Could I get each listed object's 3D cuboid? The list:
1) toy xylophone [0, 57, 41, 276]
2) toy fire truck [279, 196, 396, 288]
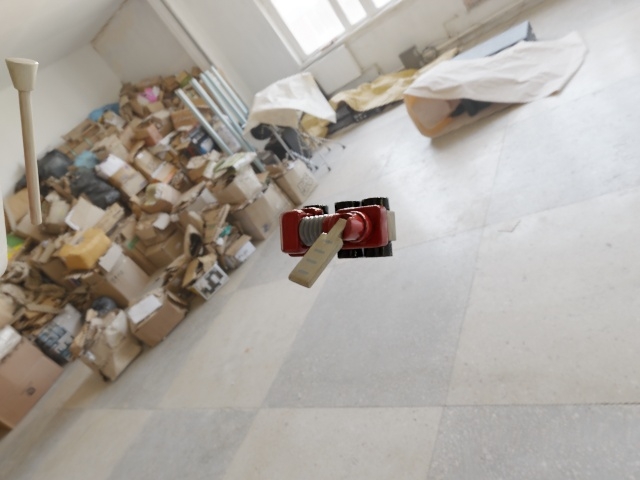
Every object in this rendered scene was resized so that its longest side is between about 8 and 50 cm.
[{"bbox_3d":[-0.339,-0.056,0.411,0.236,0.081,0.322,-103,25,-69],"label":"toy xylophone"},{"bbox_3d":[0.000,0.000,0.870,0.217,0.158,0.246,-4,-2,33],"label":"toy fire truck"}]
